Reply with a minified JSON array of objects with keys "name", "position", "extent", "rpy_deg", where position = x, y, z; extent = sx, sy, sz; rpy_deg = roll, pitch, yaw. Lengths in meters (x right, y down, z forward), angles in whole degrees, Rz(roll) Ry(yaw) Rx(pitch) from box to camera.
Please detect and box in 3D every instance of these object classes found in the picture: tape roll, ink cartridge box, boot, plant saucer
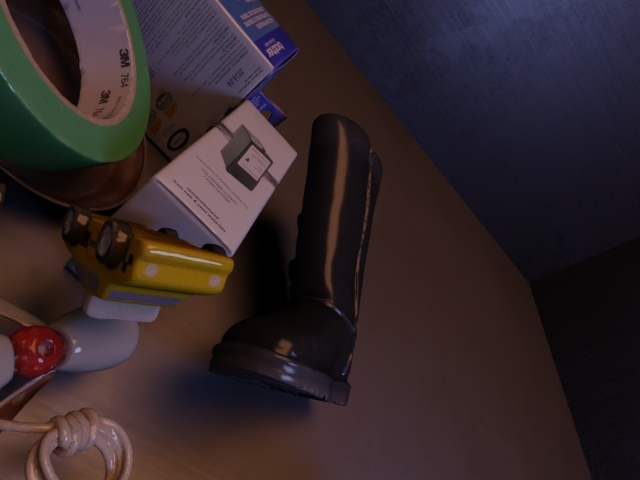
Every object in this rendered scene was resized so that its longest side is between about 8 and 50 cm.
[{"name":"tape roll","position":[-0.293,-0.237,0.482],"extent":[0.321,0.077,0.321],"rpy_deg":[-7,90,-84]},{"name":"ink cartridge box","position":[-0.175,-0.053,0.639],"extent":[0.121,0.211,0.289],"rpy_deg":[47,31,-17]},{"name":"boot","position":[0.000,0.001,0.684],"extent":[0.367,0.146,0.445],"rpy_deg":[64,38,-66]},{"name":"ink cartridge box","position":[-0.228,-0.317,0.738],"extent":[0.395,0.270,0.151],"rpy_deg":[49,34,-16]},{"name":"plant saucer","position":[-0.349,-0.180,0.583],"extent":[0.310,0.050,0.310],"rpy_deg":[-17,90,-73]}]

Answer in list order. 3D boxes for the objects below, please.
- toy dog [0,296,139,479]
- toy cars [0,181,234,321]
[{"name":"toy dog","position":[-0.321,0.116,0.358],"extent":[0.334,0.161,0.220],"rpy_deg":[40,38,-54]},{"name":"toy cars","position":[-0.266,-0.001,0.407],"extent":[0.394,0.087,0.176],"rpy_deg":[16,-2,4]}]
